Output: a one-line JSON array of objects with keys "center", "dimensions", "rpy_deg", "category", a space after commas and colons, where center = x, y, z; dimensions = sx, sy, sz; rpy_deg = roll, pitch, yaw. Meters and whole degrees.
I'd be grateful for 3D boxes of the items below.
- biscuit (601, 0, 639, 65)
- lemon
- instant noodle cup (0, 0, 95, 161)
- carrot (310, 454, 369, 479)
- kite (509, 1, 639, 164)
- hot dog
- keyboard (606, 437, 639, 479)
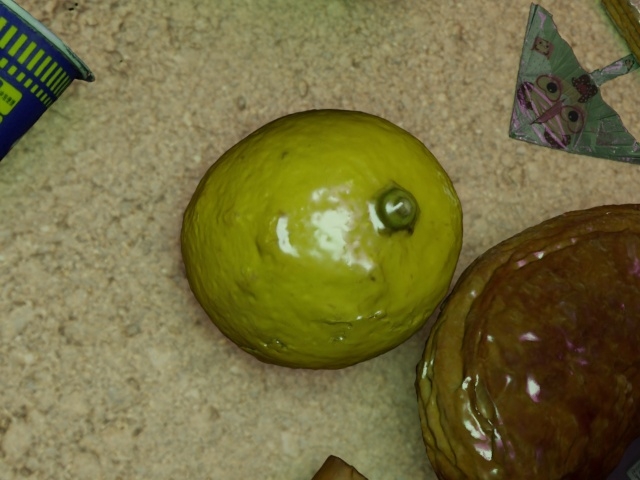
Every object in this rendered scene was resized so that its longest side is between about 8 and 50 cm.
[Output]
[{"center": [0.445, -0.163, 1.335], "dimensions": [0.094, 0.054, 0.378], "rpy_deg": [-31, 89, -16], "category": "biscuit"}, {"center": [-0.001, 0.000, 1.109], "dimensions": [0.260, 0.284, 0.260], "rpy_deg": [30, 46, -36], "category": "lemon"}, {"center": [-0.411, -0.107, 1.069], "dimensions": [0.284, 0.284, 0.312], "rpy_deg": [34, 83, -4], "category": "instant noodle cup"}, {"center": [-0.010, 0.349, 1.093], "dimensions": [0.254, 0.196, 0.196], "rpy_deg": [-43, 90, -11], "category": "carrot"}, {"center": [0.314, -0.184, 1.343], "dimensions": [0.250, 0.012, 0.229], "rpy_deg": [-31, 88, -16], "category": "kite"}, {"center": [0.241, 0.122, 1.144], "dimensions": [0.387, 0.174, 0.267], "rpy_deg": [-40, 128, -26], "category": "hot dog"}, {"center": [0.347, 0.242, 1.263], "dimensions": [0.317, 0.027, 0.106], "rpy_deg": [-37, 92, -15], "category": "keyboard"}]
